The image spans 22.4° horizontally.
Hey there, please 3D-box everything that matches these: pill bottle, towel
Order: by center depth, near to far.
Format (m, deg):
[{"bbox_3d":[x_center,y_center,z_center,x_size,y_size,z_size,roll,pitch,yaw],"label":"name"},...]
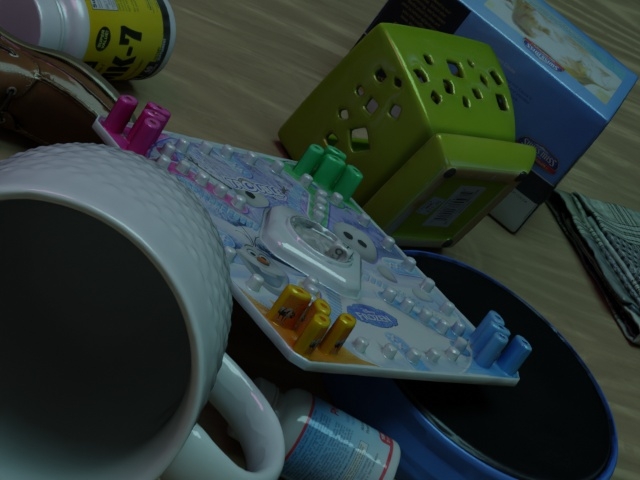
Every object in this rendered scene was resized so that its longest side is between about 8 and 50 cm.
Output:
[{"bbox_3d":[-0.008,0.201,1.593,0.160,0.087,0.087,31,31,-13],"label":"pill bottle"},{"bbox_3d":[-0.280,-0.246,1.883,0.208,0.119,0.119,-7,52,-50],"label":"pill bottle"},{"bbox_3d":[0.511,0.051,2.385,0.324,0.056,0.312,11,39,-37],"label":"towel"}]

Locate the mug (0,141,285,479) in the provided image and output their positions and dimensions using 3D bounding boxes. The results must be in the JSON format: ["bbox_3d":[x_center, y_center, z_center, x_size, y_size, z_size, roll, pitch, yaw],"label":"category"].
[{"bbox_3d":[-0.177,0.085,1.396,0.374,0.276,0.328,44,14,-7],"label":"mug"}]

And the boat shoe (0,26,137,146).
[{"bbox_3d":[-0.345,-0.164,1.729,0.307,0.110,0.104,31,33,7],"label":"boat shoe"}]

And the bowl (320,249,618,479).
[{"bbox_3d":[0.175,0.165,1.850,0.391,0.077,0.391,27,32,-18],"label":"bowl"}]

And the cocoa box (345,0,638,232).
[{"bbox_3d":[0.238,-0.231,2.305,0.347,0.228,0.231,39,30,3],"label":"cocoa box"}]

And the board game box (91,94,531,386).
[{"bbox_3d":[0.000,0.000,1.703,0.390,0.050,0.390,10,31,-51],"label":"board game box"}]

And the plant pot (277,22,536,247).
[{"bbox_3d":[0.122,-0.118,2.043,0.227,0.228,0.207,4,50,-45],"label":"plant pot"}]
